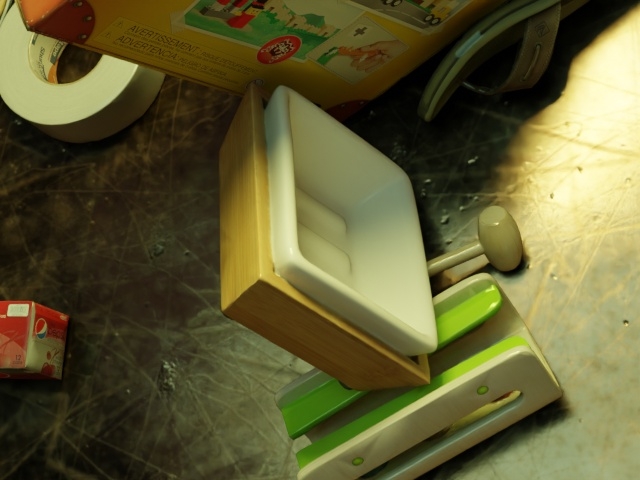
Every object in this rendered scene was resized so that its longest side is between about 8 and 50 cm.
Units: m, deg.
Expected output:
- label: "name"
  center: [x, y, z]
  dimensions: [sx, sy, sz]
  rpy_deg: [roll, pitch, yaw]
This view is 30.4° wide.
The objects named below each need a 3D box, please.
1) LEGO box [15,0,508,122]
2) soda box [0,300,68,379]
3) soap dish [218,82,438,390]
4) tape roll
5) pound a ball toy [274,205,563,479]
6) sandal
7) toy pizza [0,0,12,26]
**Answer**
- label: "LEGO box"
  center: [-0.018, -0.329, 1.172]
  dimensions: [0.372, 0.500, 0.193]
  rpy_deg: [-34, 67, 26]
- label: "soda box"
  center: [-0.448, 0.123, 1.447]
  dimensions: [0.263, 0.092, 0.083]
  rpy_deg: [-1, 75, 17]
- label: "soap dish"
  center: [0.000, 0.000, 1.205]
  dimensions: [0.118, 0.229, 0.291]
  rpy_deg: [-38, 36, 27]
- label: "tape roll"
  center: [-0.309, -0.239, 1.519]
  dimensions: [0.219, 0.072, 0.219]
  rpy_deg: [-5, 73, 17]
- label: "pound a ball toy"
  center: [0.114, 0.135, 1.259]
  dimensions: [0.319, 0.136, 0.208]
  rpy_deg: [-31, 40, 8]
- label: "sandal"
  center: [0.237, -0.224, 1.318]
  dimensions: [0.303, 0.120, 0.086]
  rpy_deg: [-34, 84, 5]
- label: "toy pizza"
  center: [-0.476, -0.351, 1.582]
  dimensions: [0.201, 0.032, 0.201]
  rpy_deg: [-2, 87, 42]
